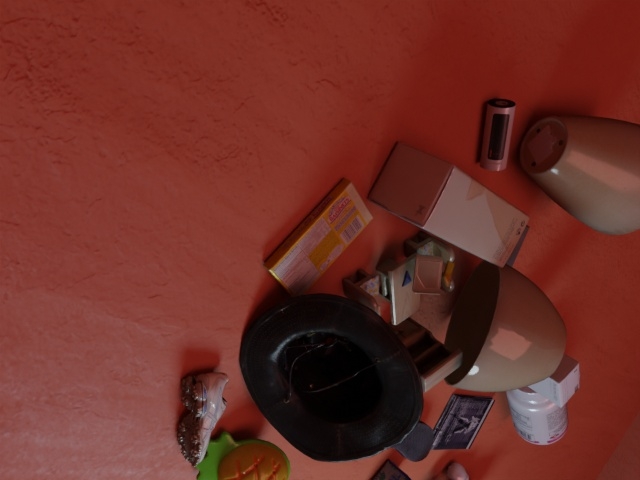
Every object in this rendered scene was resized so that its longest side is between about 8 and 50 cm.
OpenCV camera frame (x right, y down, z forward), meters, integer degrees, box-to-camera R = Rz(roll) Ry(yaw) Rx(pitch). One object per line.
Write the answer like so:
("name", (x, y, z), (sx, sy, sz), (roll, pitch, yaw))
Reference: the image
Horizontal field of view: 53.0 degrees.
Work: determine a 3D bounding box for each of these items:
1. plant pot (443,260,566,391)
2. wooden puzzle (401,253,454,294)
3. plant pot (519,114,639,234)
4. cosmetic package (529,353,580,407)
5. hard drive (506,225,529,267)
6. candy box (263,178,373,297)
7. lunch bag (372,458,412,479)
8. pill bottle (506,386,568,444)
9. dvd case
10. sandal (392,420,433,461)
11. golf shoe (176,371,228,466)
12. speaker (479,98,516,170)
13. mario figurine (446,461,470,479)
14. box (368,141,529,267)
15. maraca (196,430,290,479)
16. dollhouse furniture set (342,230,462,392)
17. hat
("plant pot", (0.401, 0.202, 1.362), (0.190, 0.284, 0.284), (20, 103, -2))
("wooden puzzle", (0.201, 0.064, 1.203), (0.116, 0.014, 0.079), (13, 83, -32))
("plant pot", (0.574, -0.166, 1.398), (0.273, 0.256, 0.257), (14, 105, -29))
("cosmetic package", (0.525, 0.302, 1.610), (0.085, 0.231, 0.117), (-40, 134, -17))
("hard drive", (0.438, 0.022, 1.519), (0.094, 0.022, 0.135), (5, 111, -44))
("candy box", (0.000, 0.000, 1.106), (0.206, 0.027, 0.105), (-47, 134, -11))
("lunch bag", (0.188, 0.635, 1.562), (0.129, 0.151, 0.096), (-48, 137, -9))
("pill bottle", (0.617, 0.449, 1.834), (0.160, 0.160, 0.283), (-41, 135, -16))
("dvd case", (0.386, 0.498, 1.758), (0.221, 0.018, 0.165), (18, 100, -46))
("sandal", (0.187, 0.460, 1.540), (0.254, 0.054, 0.097), (33, 83, -38))
("golf shoe", (-0.191, 0.302, 1.088), (0.086, 0.069, 0.176), (-12, 122, -44))
("speaker", (0.352, -0.209, 1.281), (0.055, 0.055, 0.136), (-22, 128, -32))
("mario figurine", (0.382, 0.764, 1.849), (0.198, 0.170, 0.320), (-42, 140, 15))
("box", (0.250, -0.060, 1.212), (0.311, 0.148, 0.121), (21, 98, -48))
("maraca", (-0.142, 0.418, 1.180), (0.185, 0.099, 0.127), (29, 91, -21))
("dollhouse furniture set", (0.183, 0.146, 1.260), (0.212, 0.161, 0.242), (-29, 131, -26))
("hat", (0.025, 0.225, 1.150), (0.134, 0.331, 0.332), (-61, 165, -69))
